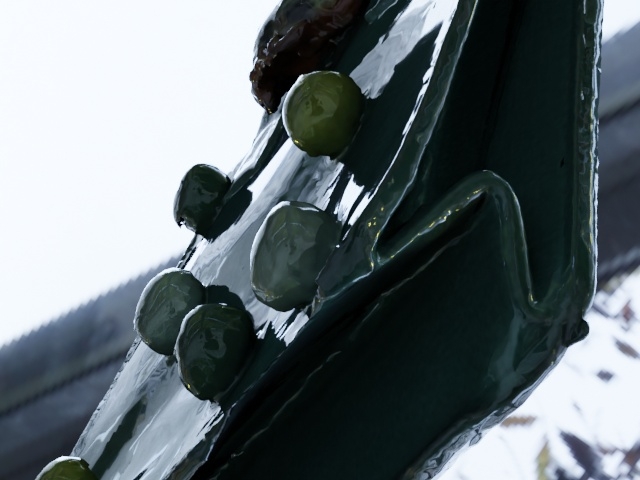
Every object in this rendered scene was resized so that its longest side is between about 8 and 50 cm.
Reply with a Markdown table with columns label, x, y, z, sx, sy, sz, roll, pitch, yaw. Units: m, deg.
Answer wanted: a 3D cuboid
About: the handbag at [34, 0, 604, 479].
| label | x | y | z | sx | sy | sz | roll | pitch | yaw |
| --- | --- | --- | --- | --- | --- | --- | --- | --- | --- |
| handbag | -0.005 | -0.001 | 0.696 | 0.268 | 0.100 | 0.274 | -50 | -163 | 45 |
